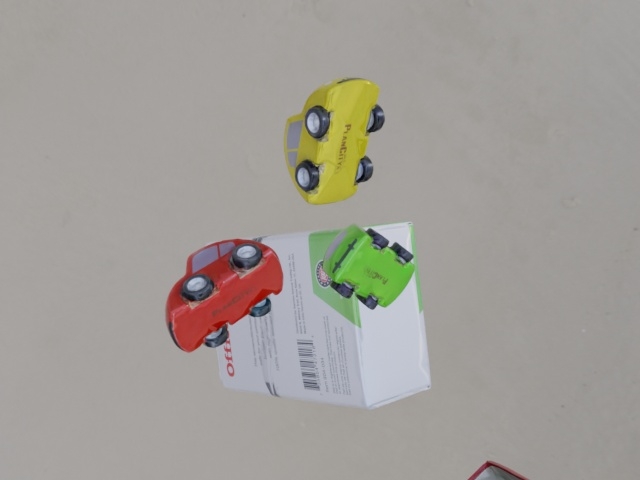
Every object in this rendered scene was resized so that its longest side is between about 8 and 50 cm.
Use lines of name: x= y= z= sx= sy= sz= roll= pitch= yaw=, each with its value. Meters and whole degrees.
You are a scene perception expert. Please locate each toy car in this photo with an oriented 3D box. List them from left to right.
toy car: x=0.000 y=0.000 z=0.652 sx=0.239 sy=0.053 sz=0.225 roll=-54 pitch=141 yaw=4

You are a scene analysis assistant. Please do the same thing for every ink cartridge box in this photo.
ink cartridge box: x=-0.012 y=0.086 z=0.985 sx=0.115 sy=0.273 sz=0.198 roll=-9 pitch=93 yaw=-42

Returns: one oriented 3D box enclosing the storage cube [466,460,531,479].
storage cube: x=0.205 y=0.377 z=0.855 sx=0.184 sy=0.215 sz=0.193 roll=-42 pitch=85 yaw=-8
